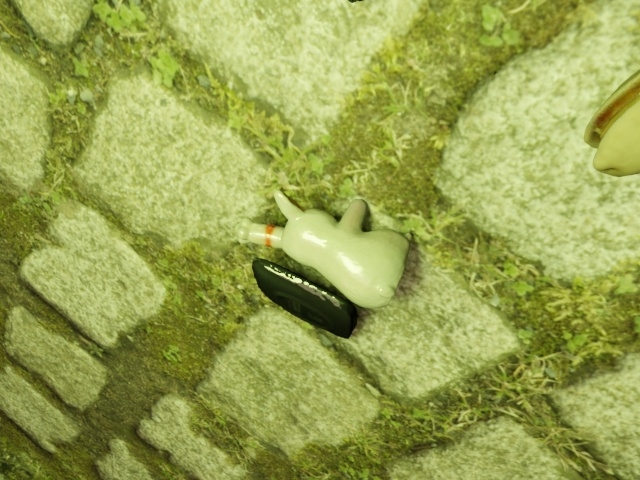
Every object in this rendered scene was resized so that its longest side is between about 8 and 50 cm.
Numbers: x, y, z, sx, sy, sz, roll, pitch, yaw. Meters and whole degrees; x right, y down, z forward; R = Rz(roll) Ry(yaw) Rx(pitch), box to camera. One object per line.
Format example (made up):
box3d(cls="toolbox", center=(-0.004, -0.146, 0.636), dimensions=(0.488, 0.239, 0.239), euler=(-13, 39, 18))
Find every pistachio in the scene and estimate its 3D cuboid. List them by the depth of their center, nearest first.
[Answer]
box3d(cls="pistachio", center=(0.411, -0.152, 0.617), dimensions=(0.152, 0.126, 0.223), euler=(25, 137, -37))

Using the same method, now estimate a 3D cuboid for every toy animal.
box3d(cls="toy animal", center=(0.012, -0.001, 0.894), dimensions=(0.282, 0.138, 0.141), euler=(31, 120, 14))

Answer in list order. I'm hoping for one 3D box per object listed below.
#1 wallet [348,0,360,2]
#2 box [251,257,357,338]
box3d(cls="wallet", center=(0.053, -0.390, 0.577), dimensions=(0.173, 0.045, 0.318), euler=(58, 160, -5))
box3d(cls="box", center=(-0.029, 0.108, 0.973), dimensions=(0.201, 0.042, 0.212), euler=(25, 160, 9))
